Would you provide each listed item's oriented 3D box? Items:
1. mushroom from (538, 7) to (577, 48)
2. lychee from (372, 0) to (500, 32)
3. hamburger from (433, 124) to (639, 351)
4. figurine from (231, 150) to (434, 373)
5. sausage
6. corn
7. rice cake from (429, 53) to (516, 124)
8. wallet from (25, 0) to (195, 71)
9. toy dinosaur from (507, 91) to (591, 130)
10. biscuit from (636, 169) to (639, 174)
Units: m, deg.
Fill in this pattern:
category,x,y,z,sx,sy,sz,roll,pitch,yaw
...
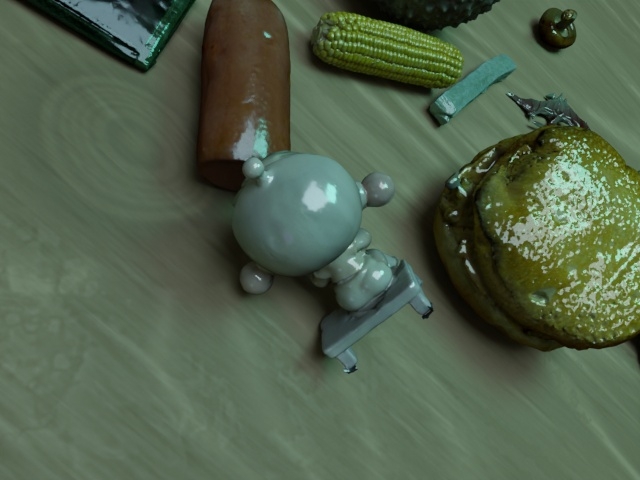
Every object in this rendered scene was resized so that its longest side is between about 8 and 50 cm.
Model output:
category,x,y,z,sx,sy,sz,roll,pitch,yaw
mushroom,0.491,-0.446,1.063,0.129,0.073,0.088,-9,88,-66
lychee,0.187,-0.476,0.805,0.300,0.300,0.300,11,65,-25
hamburger,0.312,-0.006,0.711,0.314,0.170,0.290,45,72,-2
figurine,-0.004,0.008,0.548,0.257,0.182,0.144,45,36,-25
sausage,-0.091,-0.191,0.626,0.113,0.113,0.259,9,68,-25
corn,0.105,-0.291,0.790,0.248,0.081,0.081,3,69,-26
rice cake,0.267,-0.268,0.892,0.045,0.042,0.245,49,56,3
wallet,-0.279,-0.324,0.613,0.236,0.055,0.160,29,66,-17
toy dinosaur,0.451,-0.241,0.989,0.220,0.032,0.108,23,64,-8
biscuit,0.705,-0.051,1.049,0.220,0.033,0.220,11,66,-26
